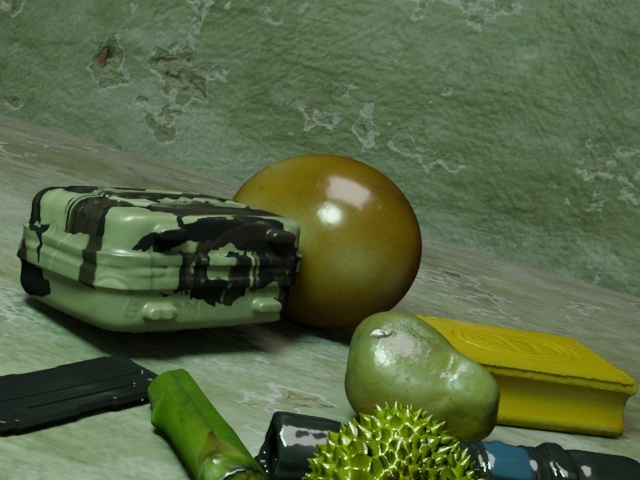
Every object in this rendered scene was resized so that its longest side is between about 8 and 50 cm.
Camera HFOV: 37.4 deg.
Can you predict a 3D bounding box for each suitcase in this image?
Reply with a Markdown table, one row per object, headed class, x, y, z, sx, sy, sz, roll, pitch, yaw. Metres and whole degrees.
| class | x | y | z | sx | sy | sz | roll | pitch | yaw |
| --- | --- | --- | --- | --- | --- | --- | --- | --- | --- |
| suitcase | -0.239 | 0.025 | 1.344 | 0.339 | 0.194 | 0.351 | 15 | 9 | 43 |

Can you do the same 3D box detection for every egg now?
| class | x | y | z | sx | sy | sz | roll | pitch | yaw |
| --- | --- | --- | --- | --- | --- | --- | --- | --- | --- |
| egg | 0.000 | 0.000 | 1.549 | 0.351 | 0.283 | 0.282 | 9 | 5 | 37 |

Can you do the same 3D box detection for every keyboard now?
| class | x | y | z | sx | sy | sz | roll | pitch | yaw |
| --- | --- | --- | --- | --- | --- | --- | --- | --- | --- |
| keyboard | -0.275 | 0.163 | 1.023 | 0.106 | 0.016 | 0.262 | 20 | 12 | 30 |

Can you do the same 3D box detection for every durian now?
| class | x | y | z | sx | sy | sz | roll | pitch | yaw |
| --- | --- | --- | --- | --- | --- | --- | --- | --- | --- |
| durian | 0.056 | 0.230 | 0.760 | 0.146 | 0.159 | 0.198 | 3 | 45 | -10 |

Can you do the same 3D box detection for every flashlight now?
| class | x | y | z | sx | sy | sz | roll | pitch | yaw |
| --- | --- | --- | --- | --- | --- | --- | --- | --- | --- |
| flashlight | 0.140 | 0.246 | 0.973 | 0.424 | 0.103 | 0.103 | 10 | 11 | -13 |

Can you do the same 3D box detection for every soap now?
| class | x | y | z | sx | sy | sz | roll | pitch | yaw |
| --- | --- | --- | --- | --- | --- | --- | --- | --- | --- |
| soap | 0.276 | 0.195 | 1.401 | 0.324 | 0.096 | 0.204 | 10 | 12 | -23 |

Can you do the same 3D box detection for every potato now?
| class | x | y | z | sx | sy | sz | roll | pitch | yaw |
| --- | --- | --- | --- | --- | --- | --- | --- | --- | --- |
| potato | 0.126 | 0.175 | 1.157 | 0.194 | 0.157 | 0.157 | 16 | 10 | 17 |

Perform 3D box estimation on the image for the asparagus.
| class | x | y | z | sx | sy | sz | roll | pitch | yaw |
| --- | --- | --- | --- | --- | --- | --- | --- | --- | --- |
| asparagus | -0.123 | 0.193 | 0.954 | 0.067 | 0.060 | 0.277 | -2 | 16 | -26 |
